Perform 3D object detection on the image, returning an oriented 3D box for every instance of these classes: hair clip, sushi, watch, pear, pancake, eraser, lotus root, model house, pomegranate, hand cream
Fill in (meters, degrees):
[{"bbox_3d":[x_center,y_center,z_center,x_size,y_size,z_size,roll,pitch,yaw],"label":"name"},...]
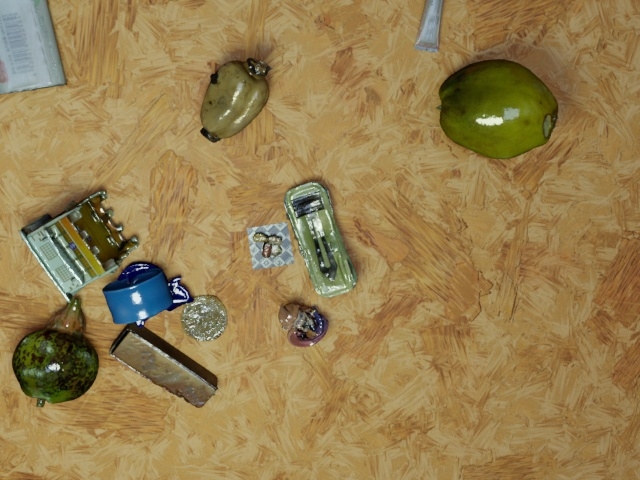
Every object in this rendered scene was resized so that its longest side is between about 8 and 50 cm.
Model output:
[{"bbox_3d":[0.000,-0.001,1.995,0.138,0.091,0.321,-18,92,4],"label":"hair clip"},{"bbox_3d":[-0.139,0.019,2.008,0.120,0.026,0.126,-10,103,-7],"label":"sushi"},{"bbox_3d":[-0.470,0.147,1.901,0.196,0.200,0.171,-25,101,1],"label":"watch"},{"bbox_3d":[0.473,-0.351,1.910,0.321,0.269,0.269,8,101,9],"label":"pear"},{"bbox_3d":[-0.332,0.222,2.024,0.139,0.022,0.140,-1,101,-7],"label":"pancake"},{"bbox_3d":[-0.750,-0.491,1.792,0.174,0.081,0.227,-12,102,-9],"label":"eraser"},{"bbox_3d":[-0.226,-0.374,1.860,0.154,0.140,0.257,33,106,-26],"label":"lotus root"},{"bbox_3d":[-0.629,0.010,1.850,0.215,0.198,0.224,-29,105,12],"label":"model house"},{"bbox_3d":[-0.709,0.297,1.910,0.204,0.222,0.277,-18,71,3],"label":"pomegranate"},{"bbox_3d":[0.306,-0.622,1.936,0.067,0.043,0.210,7,106,-7],"label":"hand cream"}]

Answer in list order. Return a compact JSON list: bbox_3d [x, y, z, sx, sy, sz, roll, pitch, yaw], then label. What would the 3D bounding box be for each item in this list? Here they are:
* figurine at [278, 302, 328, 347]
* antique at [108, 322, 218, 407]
[{"bbox_3d":[-0.065,0.231,2.015,0.157,0.114,0.126,31,80,-28],"label":"figurine"},{"bbox_3d":[-0.435,0.353,2.004,0.310,0.087,0.093,37,96,-14],"label":"antique"}]
